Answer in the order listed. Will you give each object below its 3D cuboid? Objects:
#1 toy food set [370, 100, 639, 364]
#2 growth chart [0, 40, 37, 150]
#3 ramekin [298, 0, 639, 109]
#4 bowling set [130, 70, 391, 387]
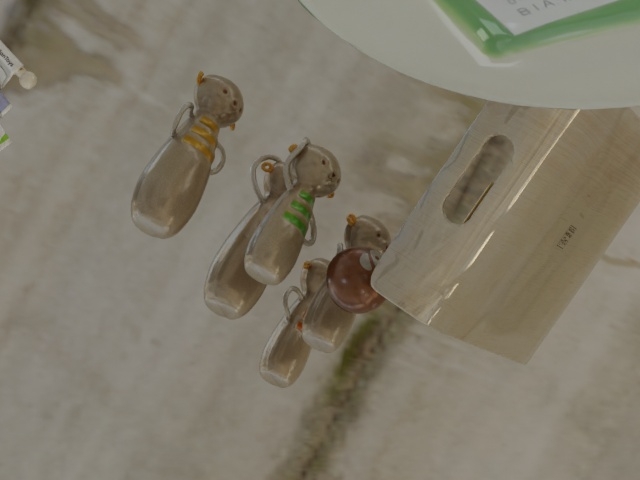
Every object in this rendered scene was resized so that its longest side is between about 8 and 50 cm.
[{"bbox_3d":[0.160,-0.026,1.367,0.092,0.306,0.220,37,-84,25],"label":"toy food set"},{"bbox_3d":[-0.359,-0.110,1.547,0.172,0.021,0.237,42,-71,0],"label":"growth chart"},{"bbox_3d":[0.111,-0.189,0.792,0.303,0.303,0.148,-3,-119,25],"label":"ramekin"},{"bbox_3d":[0.000,0.000,1.426,0.200,0.287,0.154,6,-124,34],"label":"bowling set"}]
